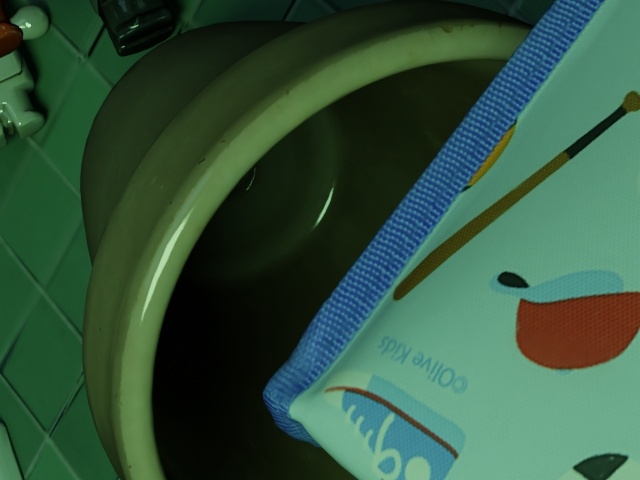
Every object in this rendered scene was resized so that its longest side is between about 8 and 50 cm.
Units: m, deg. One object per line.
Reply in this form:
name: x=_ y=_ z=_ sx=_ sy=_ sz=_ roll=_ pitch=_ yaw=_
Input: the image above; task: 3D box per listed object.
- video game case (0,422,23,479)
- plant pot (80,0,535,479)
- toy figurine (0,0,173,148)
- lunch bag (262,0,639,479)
video game case: x=-0.235 y=0.255 z=1.077 sx=0.227 sy=0.026 sz=0.206 roll=-40 pitch=61 yaw=29
plant pot: x=0.000 y=0.000 z=0.785 sx=0.229 sy=0.263 sz=0.263 roll=42 pitch=113 yaw=56
toy figurine: x=-0.211 y=-0.141 z=0.981 sx=0.213 sy=0.209 sz=0.148 roll=-31 pitch=82 yaw=38
lunch bag: x=0.238 y=0.002 z=0.554 sx=0.328 sy=0.239 sz=0.385 roll=28 pitch=80 yaw=41
